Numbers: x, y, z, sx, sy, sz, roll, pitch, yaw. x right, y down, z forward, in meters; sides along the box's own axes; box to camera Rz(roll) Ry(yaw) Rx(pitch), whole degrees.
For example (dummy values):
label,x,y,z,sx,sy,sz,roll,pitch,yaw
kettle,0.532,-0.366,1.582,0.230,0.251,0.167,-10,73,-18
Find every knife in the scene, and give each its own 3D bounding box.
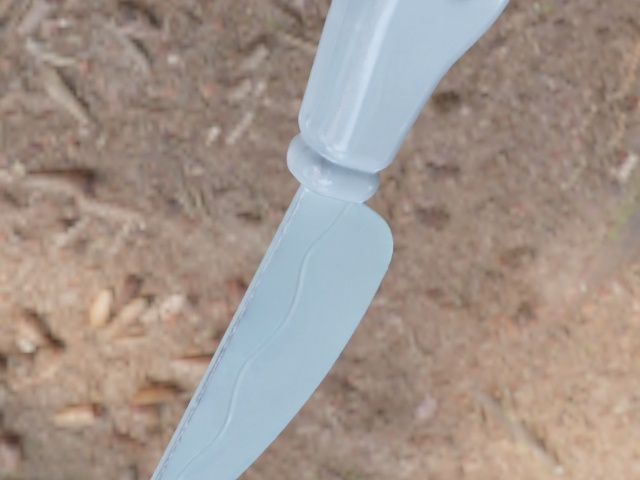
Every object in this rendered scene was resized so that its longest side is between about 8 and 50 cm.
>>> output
label,x,y,z,sx,sy,sz,roll,pitch,yaw
knife,0.002,0.000,0.760,0.080,0.044,0.331,4,119,-39
